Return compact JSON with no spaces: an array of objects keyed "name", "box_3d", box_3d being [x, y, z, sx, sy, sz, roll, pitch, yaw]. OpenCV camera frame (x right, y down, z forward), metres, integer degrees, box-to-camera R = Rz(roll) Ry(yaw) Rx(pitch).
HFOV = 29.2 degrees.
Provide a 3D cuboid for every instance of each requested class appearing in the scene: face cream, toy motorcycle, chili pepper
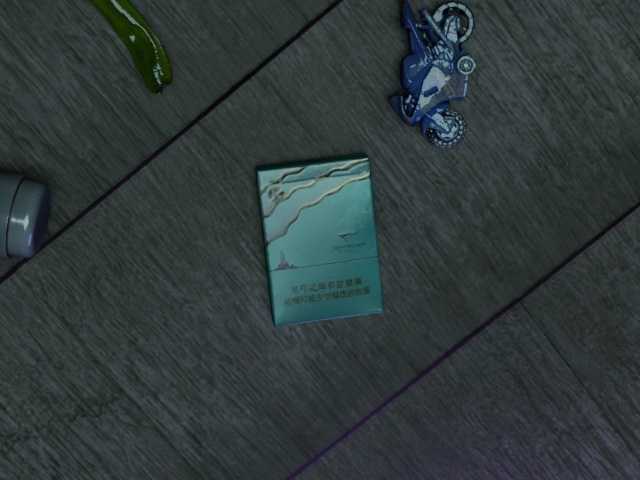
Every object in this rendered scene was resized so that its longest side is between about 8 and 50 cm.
[{"name":"face cream","box_3d":[-0.419,-0.035,1.629,0.104,0.117,0.117,12,101,-1]},{"name":"toy motorcycle","box_3d":[0.152,-0.230,1.692,0.114,0.076,0.205,3,102,-2]},{"name":"chili pepper","box_3d":[-0.261,-0.287,1.629,0.052,0.050,0.202,-35,103,18]}]

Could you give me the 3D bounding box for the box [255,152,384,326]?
[{"name":"box","box_3d":[0.000,-0.001,1.733,0.162,0.041,0.229,-8,104,-7]}]
